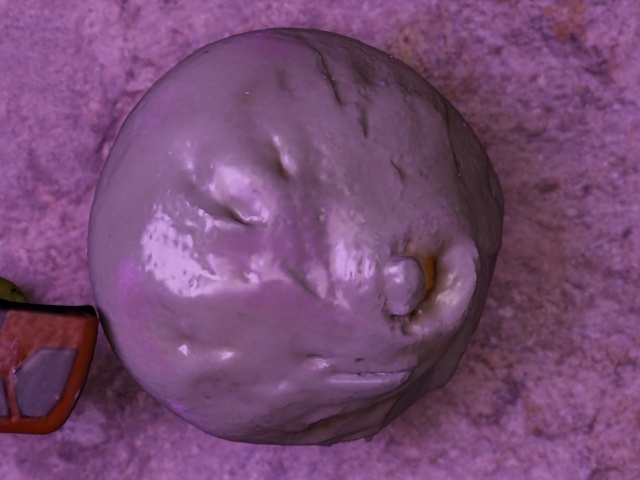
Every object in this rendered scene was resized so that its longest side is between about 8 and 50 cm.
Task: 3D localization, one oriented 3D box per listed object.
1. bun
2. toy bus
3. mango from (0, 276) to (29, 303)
[{"bbox_3d":[0.000,0.000,0.983,0.283,0.179,0.283,0,91,-24],"label":"bun"},{"bbox_3d":[-0.339,0.058,0.927,0.408,0.093,0.092,5,88,-13],"label":"toy bus"},{"bbox_3d":[-0.267,0.088,1.070,0.165,0.074,0.091,-41,91,-15],"label":"mango"}]
